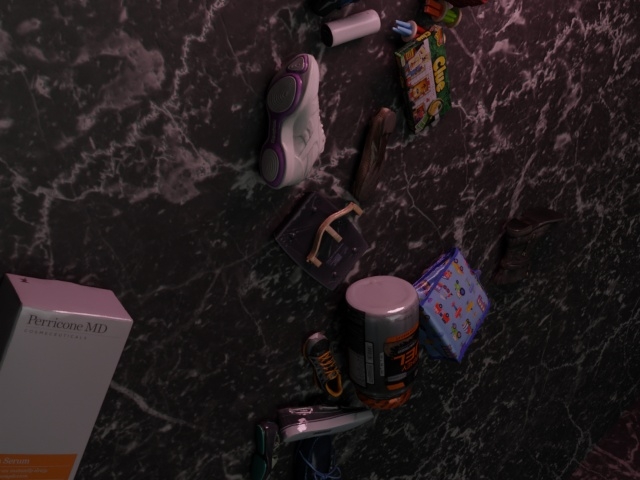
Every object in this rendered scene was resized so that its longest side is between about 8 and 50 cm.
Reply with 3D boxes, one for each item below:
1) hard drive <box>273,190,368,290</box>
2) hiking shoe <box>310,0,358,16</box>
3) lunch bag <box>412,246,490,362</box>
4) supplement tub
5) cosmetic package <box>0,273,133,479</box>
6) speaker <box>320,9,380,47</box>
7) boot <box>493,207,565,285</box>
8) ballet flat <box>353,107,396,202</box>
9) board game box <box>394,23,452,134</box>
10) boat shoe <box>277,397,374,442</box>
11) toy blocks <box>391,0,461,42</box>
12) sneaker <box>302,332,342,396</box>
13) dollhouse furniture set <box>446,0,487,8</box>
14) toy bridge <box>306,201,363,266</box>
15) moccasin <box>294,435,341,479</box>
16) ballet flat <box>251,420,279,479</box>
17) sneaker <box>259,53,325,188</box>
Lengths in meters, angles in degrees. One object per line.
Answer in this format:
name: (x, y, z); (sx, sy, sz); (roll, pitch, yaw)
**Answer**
hard drive: (0.000, 0.000, 1.672); (0.172, 0.054, 0.254); (-51, 130, -5)
hiking shoe: (0.123, -0.554, 1.403); (0.304, 0.113, 0.132); (-28, 133, 18)
lunch bag: (0.393, 0.179, 1.955); (0.293, 0.138, 0.221); (-43, 107, -27)
supplement tub: (0.171, 0.287, 1.828); (0.207, 0.207, 0.338); (-20, 122, -27)
cosmetic package: (-0.582, 0.316, 1.338); (0.230, 0.161, 0.454); (15, 101, -39)
speaker: (0.067, -0.483, 1.495); (0.136, 0.055, 0.055); (-25, 123, -24)
boot: (0.678, 0.023, 2.156); (0.262, 0.091, 0.229); (-17, 125, -24)
ballet flat: (0.128, -0.218, 1.669); (0.084, 0.058, 0.250); (-18, 129, -53)
board game box: (0.262, -0.398, 1.647); (0.136, 0.030, 0.260); (-39, 142, -13)
boat shoe: (0.014, 0.499, 1.882); (0.301, 0.102, 0.108); (-3, 149, -28)
toy blocks: (0.253, -0.529, 1.588); (0.148, 0.054, 0.123); (5, 132, -37)
sneaker: (0.016, 0.345, 1.826); (0.084, 0.083, 0.215); (-30, 124, -19)
dollhouse furniture set: (0.251, -0.714, 1.486); (0.374, 0.152, 0.201); (25, 96, -23)
toy bridge: (0.026, -0.020, 1.627); (0.188, 0.026, 0.063); (-51, 127, -5)
moccasin: (-0.004, 0.715, 1.959); (0.137, 0.117, 0.342); (-9, 116, -32)
ballet flat: (-0.148, 0.594, 1.835); (0.074, 0.074, 0.203); (-5, 112, -33)
sneaker: (-0.051, -0.270, 1.494); (0.152, 0.114, 0.305); (-10, 121, -47)
